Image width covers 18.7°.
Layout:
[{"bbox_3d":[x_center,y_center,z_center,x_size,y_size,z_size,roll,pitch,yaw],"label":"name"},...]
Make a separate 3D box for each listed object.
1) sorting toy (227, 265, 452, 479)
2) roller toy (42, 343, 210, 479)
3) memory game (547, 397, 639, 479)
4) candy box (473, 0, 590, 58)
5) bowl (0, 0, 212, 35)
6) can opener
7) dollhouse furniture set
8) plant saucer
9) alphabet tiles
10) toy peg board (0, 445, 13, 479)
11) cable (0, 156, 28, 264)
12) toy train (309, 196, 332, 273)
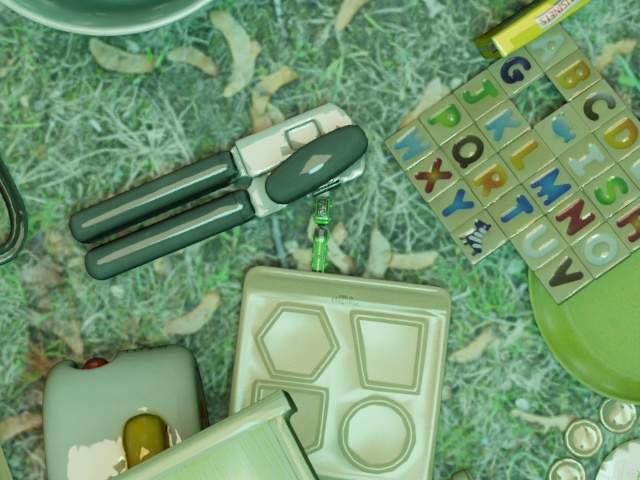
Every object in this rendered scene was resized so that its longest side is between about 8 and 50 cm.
[{"bbox_3d":[0.015,0.135,1.789,0.193,0.038,0.208,7,91,1],"label":"sorting toy"},{"bbox_3d":[-0.158,0.188,1.704,0.146,0.209,0.191,-9,45,-1],"label":"roller toy"},{"bbox_3d":[0.300,0.229,1.787,0.186,0.012,0.186,0,85,1],"label":"memory game"},{"bbox_3d":[0.238,-0.230,1.772,0.206,0.105,0.027,-34,98,-2],"label":"candy box"},{"bbox_3d":[-0.184,-0.324,1.757,0.312,0.163,0.311,0,85,1],"label":"bowl"},{"bbox_3d":[-0.092,-0.047,1.770,0.283,0.095,0.076,-23,85,-1],"label":"can opener"},{"bbox_3d":[-0.033,0.283,1.597,0.362,0.394,0.256,-27,82,1],"label":"dollhouse furniture set"},{"bbox_3d":[0.302,0.028,1.744,0.241,0.037,0.241,-4,82,31],"label":"plant saucer"},{"bbox_3d":[0.197,-0.062,1.756,0.198,0.009,0.237,-35,61,2],"label":"alphabet tiles"},{"bbox_3d":[-0.366,0.230,1.775,0.161,0.079,0.161,-20,86,-16],"label":"toy peg board"},{"bbox_3d":[-0.338,-0.119,1.814,0.139,0.072,0.287,-32,99,-18],"label":"cable"},{"bbox_3d":[0.000,0.000,1.801,0.017,0.024,0.083,4,86,1],"label":"toy train"}]
